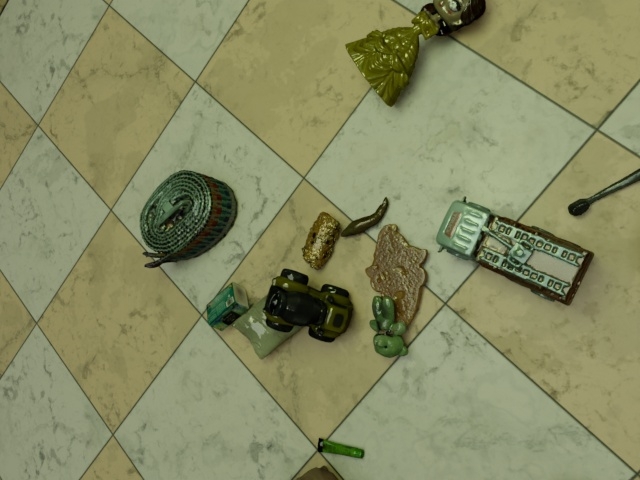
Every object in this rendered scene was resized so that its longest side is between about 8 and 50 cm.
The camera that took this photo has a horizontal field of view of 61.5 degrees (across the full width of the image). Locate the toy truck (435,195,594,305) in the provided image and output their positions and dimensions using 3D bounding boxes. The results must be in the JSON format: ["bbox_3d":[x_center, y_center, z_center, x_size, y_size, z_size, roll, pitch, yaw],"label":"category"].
[{"bbox_3d":[0.395,0.017,1.132,0.305,0.162,0.136,26,97,25],"label":"toy truck"}]

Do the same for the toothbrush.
[{"bbox_3d":[0.650,-0.133,1.099,0.297,0.030,0.030,-32,99,18],"label":"toothbrush"}]

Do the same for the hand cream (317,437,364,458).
[{"bbox_3d":[0.048,0.517,1.331,0.122,0.023,0.036,1,87,26],"label":"hand cream"}]

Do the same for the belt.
[{"bbox_3d":[-0.391,-0.066,1.519,0.295,0.160,0.207,-34,72,19],"label":"belt"}]

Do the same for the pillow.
[{"bbox_3d":[-0.128,0.210,1.416,0.181,0.078,0.134,-41,74,11],"label":"pillow"}]

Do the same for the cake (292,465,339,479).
[{"bbox_3d":[-0.038,0.708,1.238,0.230,0.237,0.309,44,103,22],"label":"cake"}]

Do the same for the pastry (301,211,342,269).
[{"bbox_3d":[0.000,0.000,1.385,0.080,0.056,0.140,34,98,29],"label":"pastry"}]

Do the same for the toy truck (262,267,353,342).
[{"bbox_3d":[-0.024,0.166,1.289,0.224,0.165,0.147,19,90,-12],"label":"toy truck"}]

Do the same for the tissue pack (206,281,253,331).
[{"bbox_3d":[-0.247,0.186,1.479,0.111,0.079,0.085,-41,38,17],"label":"tissue pack"}]

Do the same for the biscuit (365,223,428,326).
[{"bbox_3d":[0.187,0.084,1.297,0.162,0.035,0.250,-11,80,31],"label":"biscuit"}]

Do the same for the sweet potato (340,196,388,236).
[{"bbox_3d":[0.114,-0.048,1.344,0.153,0.038,0.041,-36,94,17],"label":"sweet potato"}]

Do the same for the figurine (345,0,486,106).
[{"bbox_3d":[0.233,-0.486,1.251,0.315,0.168,0.187,-36,44,20],"label":"figurine"}]

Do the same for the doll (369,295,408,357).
[{"bbox_3d":[0.149,0.206,1.274,0.115,0.077,0.150,-7,93,49],"label":"doll"}]
